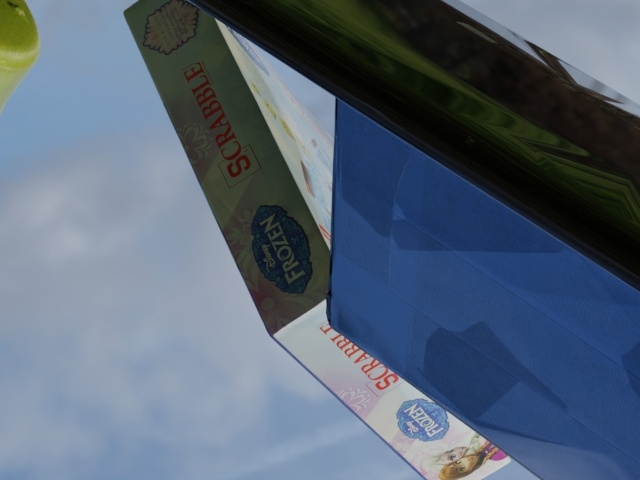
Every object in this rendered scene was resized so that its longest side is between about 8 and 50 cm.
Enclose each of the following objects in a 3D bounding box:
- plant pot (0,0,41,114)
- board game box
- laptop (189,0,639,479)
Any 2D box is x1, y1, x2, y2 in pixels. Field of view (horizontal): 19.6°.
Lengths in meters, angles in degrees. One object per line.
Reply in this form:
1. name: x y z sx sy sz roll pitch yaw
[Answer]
1. plant pot: -0.377 -0.073 1.199 0.353 0.366 0.366 -47 -172 14
2. board game box: 0.000 0.000 1.379 0.066 0.319 0.318 -32 -127 8
3. laptop: 0.073 0.039 0.835 0.382 0.236 0.408 34 -162 30
